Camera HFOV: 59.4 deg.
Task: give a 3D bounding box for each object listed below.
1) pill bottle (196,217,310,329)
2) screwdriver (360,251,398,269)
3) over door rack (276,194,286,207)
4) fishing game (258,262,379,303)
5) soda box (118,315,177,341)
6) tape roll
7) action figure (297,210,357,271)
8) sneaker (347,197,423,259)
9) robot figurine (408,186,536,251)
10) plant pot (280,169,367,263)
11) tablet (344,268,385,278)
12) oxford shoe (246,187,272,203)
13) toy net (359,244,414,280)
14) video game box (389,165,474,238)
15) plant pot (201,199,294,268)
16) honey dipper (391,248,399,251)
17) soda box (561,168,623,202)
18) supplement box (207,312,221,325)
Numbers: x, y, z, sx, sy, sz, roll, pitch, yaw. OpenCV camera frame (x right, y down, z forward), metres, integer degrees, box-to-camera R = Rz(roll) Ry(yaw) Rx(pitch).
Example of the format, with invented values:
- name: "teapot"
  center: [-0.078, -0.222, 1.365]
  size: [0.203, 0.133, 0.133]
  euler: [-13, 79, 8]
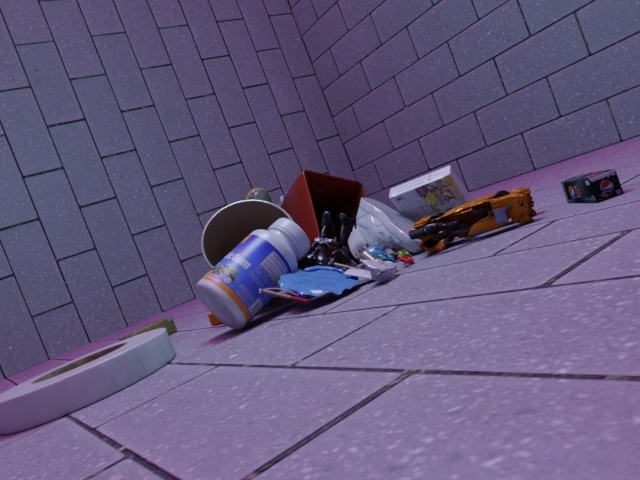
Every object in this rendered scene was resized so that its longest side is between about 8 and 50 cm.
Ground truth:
- name: "pill bottle"
  center: [-0.152, 0.070, 1.347]
  size: [0.272, 0.152, 0.152]
  euler: [-46, 14, -28]
- name: "screwdriver"
  center: [0.147, 0.066, 1.492]
  size: [0.024, 0.025, 0.170]
  euler: [-24, -6, -45]
- name: "over door rack"
  center: [-0.183, 0.010, 2.266]
  size: [0.239, 0.324, 0.108]
  euler: [-22, -8, 22]
- name: "fishing game"
  center: [-0.005, 0.098, 1.260]
  size: [0.189, 0.041, 0.264]
  euler: [9, 17, 36]
- name: "soda box"
  center: [-0.544, 0.299, 1.779]
  size: [0.061, 0.058, 0.181]
  euler: [-20, 2, 30]
- name: "tape roll"
  center: [-0.518, 0.301, 1.242]
  size: [0.392, 0.072, 0.392]
  euler: [-20, 2, 1]
- name: "action figure"
  center: [0.017, 0.051, 1.487]
  size: [0.164, 0.141, 0.275]
  euler: [-2, 44, 29]
- name: "sneaker"
  center: [0.180, 0.009, 1.553]
  size: [0.108, 0.169, 0.292]
  euler: [10, 19, -31]
- name: "robot figurine"
  center: [0.350, -0.046, 1.324]
  size: [0.291, 0.085, 0.211]
  euler: [-20, 2, 27]
- name: "plant pot"
  center: [0.001, -0.041, 1.855]
  size: [0.267, 0.267, 0.236]
  euler: [7, -30, -42]
- name: "tablet"
  center: [0.100, 0.075, 1.267]
  size: [0.083, 0.006, 0.054]
  euler: [9, 12, 19]
- name: "oxford shoe"
  center: [-0.176, -0.003, 1.904]
  size: [0.130, 0.363, 0.133]
  euler: [-9, 0, -25]
- name: "toy net"
  center: [0.146, 0.057, 1.258]
  size: [0.122, 0.045, 0.232]
  euler: [15, 13, 6]
- name: "video game box"
  center: [0.322, -0.097, 1.561]
  size: [0.187, 0.205, 0.048]
  euler: [-18, 41, 34]
- name: "plant pot"
  center: [-0.190, 0.064, 1.610]
  size: [0.256, 0.256, 0.274]
  euler: [-22, -28, -13]
- name: "honey dipper"
  center: [0.248, 0.010, 1.721]
  size: [0.030, 0.030, 0.161]
  euler: [-20, 0, 22]
- name: "soda box"
  center: [0.580, -0.115, 1.208]
  size: [0.060, 0.053, 0.169]
  euler: [-21, 2, 6]
- name: "supplement box"
  center: [-0.264, 0.207, 1.611]
  size: [0.062, 0.036, 0.098]
  euler: [-20, 2, 43]
